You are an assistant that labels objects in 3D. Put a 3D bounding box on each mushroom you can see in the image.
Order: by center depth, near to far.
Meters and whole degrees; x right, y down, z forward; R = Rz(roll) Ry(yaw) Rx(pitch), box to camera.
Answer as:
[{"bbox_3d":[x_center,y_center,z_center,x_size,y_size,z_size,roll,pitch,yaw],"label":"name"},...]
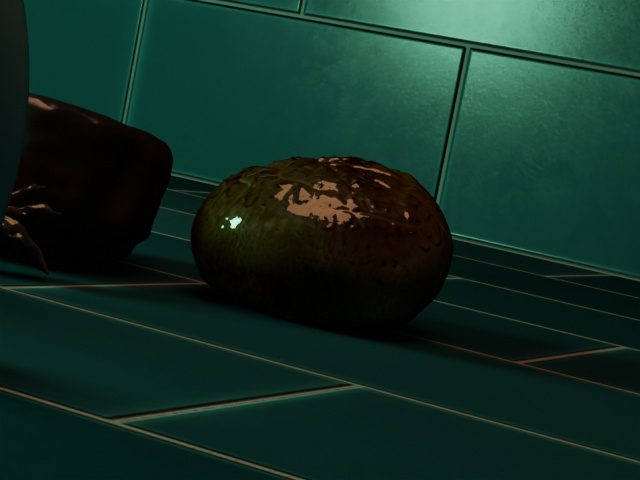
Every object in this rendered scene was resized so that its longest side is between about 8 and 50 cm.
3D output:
[{"bbox_3d":[0.000,0.000,1.672,0.253,0.153,0.253,4,12,-1],"label":"mushroom"}]

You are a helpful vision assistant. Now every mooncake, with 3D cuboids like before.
[{"bbox_3d":[-0.288,-0.061,1.736,0.283,0.141,0.283,14,-4,1],"label":"mooncake"}]

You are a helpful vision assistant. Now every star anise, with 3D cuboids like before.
[{"bbox_3d":[-0.289,-0.035,1.562,0.124,0.129,0.056,7,-25,-11],"label":"star anise"}]

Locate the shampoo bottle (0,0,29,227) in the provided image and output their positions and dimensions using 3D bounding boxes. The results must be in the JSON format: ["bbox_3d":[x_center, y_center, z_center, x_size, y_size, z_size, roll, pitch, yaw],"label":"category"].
[{"bbox_3d":[-0.324,-0.072,0.638,0.331,0.331,0.342,13,4,24],"label":"shampoo bottle"}]
